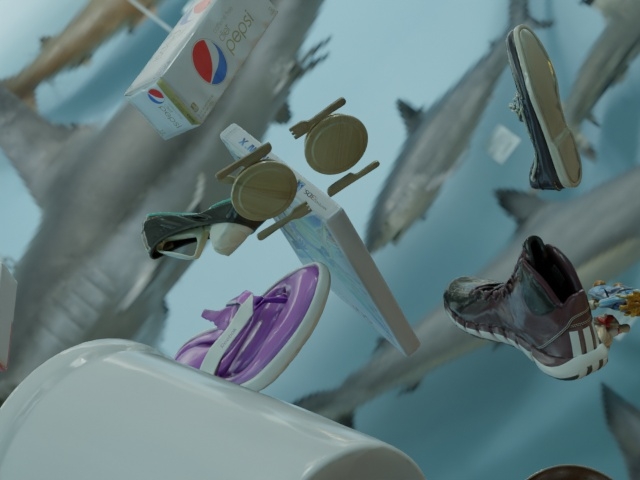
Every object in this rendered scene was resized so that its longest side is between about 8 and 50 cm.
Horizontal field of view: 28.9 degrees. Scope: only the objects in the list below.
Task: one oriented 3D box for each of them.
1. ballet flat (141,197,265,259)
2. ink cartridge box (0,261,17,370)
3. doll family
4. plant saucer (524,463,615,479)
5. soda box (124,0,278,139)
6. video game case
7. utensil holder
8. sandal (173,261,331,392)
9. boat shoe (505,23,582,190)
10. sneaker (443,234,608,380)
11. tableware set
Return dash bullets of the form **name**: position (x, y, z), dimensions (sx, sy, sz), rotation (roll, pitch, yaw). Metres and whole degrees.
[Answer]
- **ballet flat**: position (-0.201, -0.014, 2.256), dimensions (0.095, 0.280, 0.096), rotation (29, -124, -56)
- **ink cartridge box**: position (-0.600, 0.119, 1.940), dimensions (0.092, 0.218, 0.158), rotation (82, -173, -65)
- **doll family**: position (0.440, 0.078, 1.674), dimensions (0.263, 0.118, 0.163), rotation (-8, 6, -4)
- **plant saucer**: position (0.253, 0.312, 1.249), dimensions (0.168, 0.168, 0.029), rotation (-48, -1, -23)
- **soda box**: position (-0.133, -0.216, 1.421), dimensions (0.069, 0.074, 0.216), rotation (-16, 34, 43)
- **video game case**: position (0.000, 0.000, 1.859), dimensions (0.036, 0.300, 0.329), rotation (-40, -46, -10)
- **utensil holder**: position (-0.119, 0.301, 1.276), dimensions (0.327, 0.385, 0.328), rotation (-15, -69, -47)
- **sandal**: position (-0.135, 0.146, 1.773), dimensions (0.416, 0.102, 0.169), rotation (-37, 34, 44)
- **boat shoe**: position (0.251, -0.154, 1.486), dimensions (0.065, 0.206, 0.075), rotation (-11, 15, 38)
- **sneaker**: position (0.254, 0.055, 1.584), dimensions (0.106, 0.281, 0.162), rotation (-27, -60, -26)
- **tableware set**: position (-0.030, -0.098, 1.571), dimensions (0.194, 0.039, 0.128), rotation (-32, -50, -1)
